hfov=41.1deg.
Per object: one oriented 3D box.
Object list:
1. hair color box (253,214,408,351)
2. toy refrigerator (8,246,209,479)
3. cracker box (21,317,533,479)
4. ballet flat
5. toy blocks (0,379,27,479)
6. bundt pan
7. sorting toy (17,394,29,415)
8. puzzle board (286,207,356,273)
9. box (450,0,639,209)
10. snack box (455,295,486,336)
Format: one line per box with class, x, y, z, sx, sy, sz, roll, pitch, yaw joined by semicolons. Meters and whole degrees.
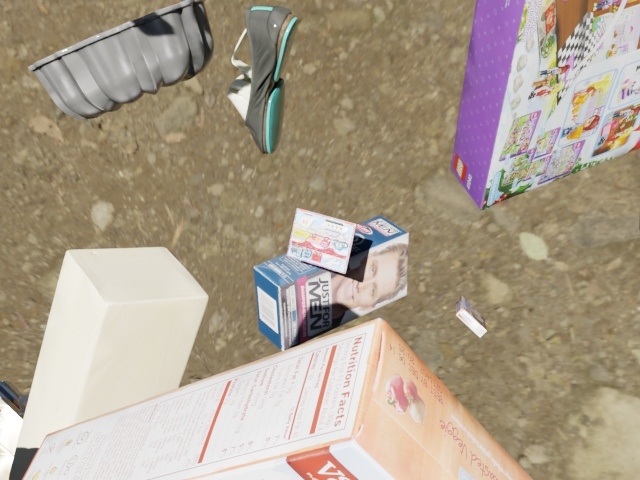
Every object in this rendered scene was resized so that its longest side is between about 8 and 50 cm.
hair color box;0.030;0.089;1.865;0.347;0.105;0.174;-23;127;-29
toy refrigerator;-0.203;0.139;0.789;0.102;0.094;0.269;-2;123;-41
cracker box;-0.023;0.138;0.416;0.156;0.232;0.067;48;38;-27
ballet flat;-0.100;-0.271;1.417;0.096;0.280;0.095;20;44;8
toy blocks;-0.504;0.350;1.466;0.261;0.381;0.191;42;77;3
bundt pan;-0.329;-0.310;1.495;0.331;0.331;0.124;-25;106;-10
sorting toy;-0.415;0.250;1.281;0.075;0.083;0.045;7;107;-19
puzzle board;0.000;0.000;1.614;0.128;0.011;0.096;16;101;24
box;0.208;-0.164;0.626;0.201;0.293;0.057;-20;55;-14
snack box;0.301;0.151;1.714;0.064;0.178;0.022;42;99;4
